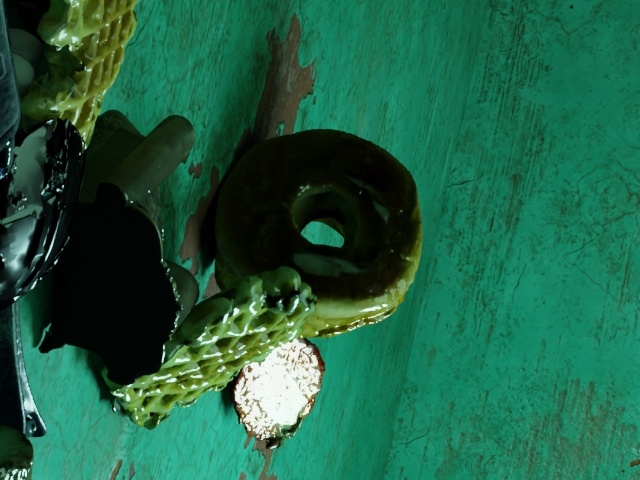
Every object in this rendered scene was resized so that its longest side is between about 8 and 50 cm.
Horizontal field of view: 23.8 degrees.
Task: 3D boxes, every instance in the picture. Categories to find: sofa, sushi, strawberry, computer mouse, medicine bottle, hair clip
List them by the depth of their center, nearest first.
[{"bbox_3d":[-0.287,-0.010,1.421,0.241,0.077,0.146,-61,164,22],"label":"computer mouse"},{"bbox_3d":[-0.301,-0.155,1.446,0.052,0.052,0.089,76,29,-56],"label":"medicine bottle"},{"bbox_3d":[-0.264,-0.249,1.503,0.083,0.056,0.084,75,29,-64],"label":"sushi"},{"bbox_3d":[-0.319,0.100,1.574,0.083,0.048,0.275,-40,138,-60],"label":"hair clip"},{"bbox_3d":[-0.199,0.004,1.676,0.200,0.182,0.258,-57,153,-55],"label":"sofa"},{"bbox_3d":[-0.085,0.201,2.384,0.175,0.107,0.236,-5,109,-35],"label":"strawberry"}]

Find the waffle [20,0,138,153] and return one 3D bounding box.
[{"bbox_3d":[-0.226,-0.203,1.475,0.261,0.056,0.250,91,17,-69],"label":"waffle"}]

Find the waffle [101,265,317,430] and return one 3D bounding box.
[{"bbox_3d":[-0.138,0.133,1.928,0.297,0.073,0.317,-30,166,-7],"label":"waffle"}]

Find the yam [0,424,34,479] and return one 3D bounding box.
[{"bbox_3d":[-0.342,0.288,1.516,0.107,0.107,0.194,-45,144,-63],"label":"yam"}]

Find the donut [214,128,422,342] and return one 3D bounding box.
[{"bbox_3d":[0.000,0.000,2.188,0.160,0.330,0.330,100,11,-52],"label":"donut"}]

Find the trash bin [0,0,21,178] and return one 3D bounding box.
[{"bbox_3d":[-0.334,-0.111,1.026,0.162,0.234,0.184,-58,154,-49],"label":"trash bin"}]
